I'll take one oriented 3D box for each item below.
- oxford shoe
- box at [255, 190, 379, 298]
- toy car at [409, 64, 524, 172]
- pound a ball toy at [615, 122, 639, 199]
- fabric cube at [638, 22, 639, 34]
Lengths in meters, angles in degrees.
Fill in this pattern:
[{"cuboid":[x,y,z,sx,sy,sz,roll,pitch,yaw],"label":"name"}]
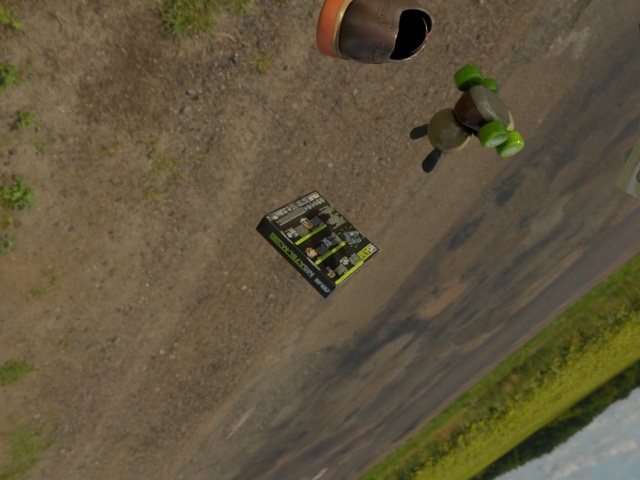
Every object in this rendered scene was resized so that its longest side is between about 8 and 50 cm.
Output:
[{"cuboid":[0.094,-0.256,0.698,0.271,0.098,0.097,-41,147,-54],"label":"oxford shoe"},{"cuboid":[0.000,0.000,1.061,0.045,0.184,0.190,-50,171,34],"label":"box"},{"cuboid":[0.267,-0.214,1.097,0.188,0.155,0.148,-30,155,33],"label":"toy car"},{"cuboid":[0.724,-0.239,1.169,0.208,0.135,0.320,-17,133,-36],"label":"pound a ball toy"},{"cuboid":[0.994,-0.429,1.450,0.258,0.258,0.254,-12,143,32],"label":"fabric cube"}]
